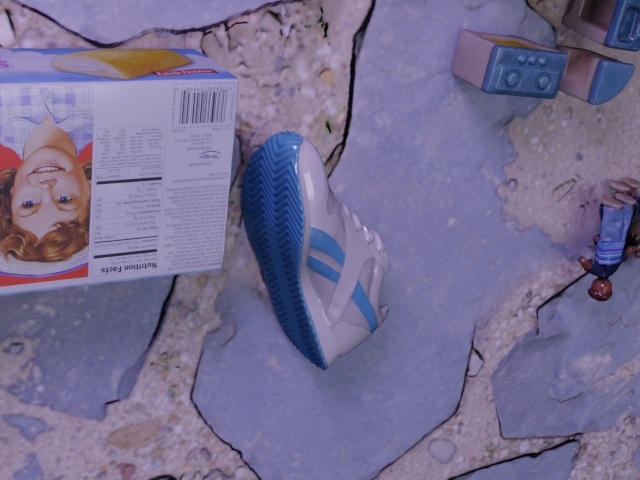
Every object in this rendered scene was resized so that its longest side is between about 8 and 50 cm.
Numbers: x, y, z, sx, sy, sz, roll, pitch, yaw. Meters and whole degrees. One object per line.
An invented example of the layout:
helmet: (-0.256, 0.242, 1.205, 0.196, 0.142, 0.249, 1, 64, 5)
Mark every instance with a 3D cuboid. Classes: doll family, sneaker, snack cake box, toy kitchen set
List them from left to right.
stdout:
snack cake box: (-0.197, -0.049, 0.709, 0.264, 0.089, 0.152, -6, 117, -29)
sneaker: (0.000, 0.000, 0.864, 0.092, 0.087, 0.229, -32, 133, -23)
toy kitchen set: (0.227, -0.218, 0.865, 0.166, 0.122, 0.207, 0, 112, -31)
doll family: (0.334, -0.002, 1.072, 0.193, 0.076, 0.111, -4, 119, -24)
